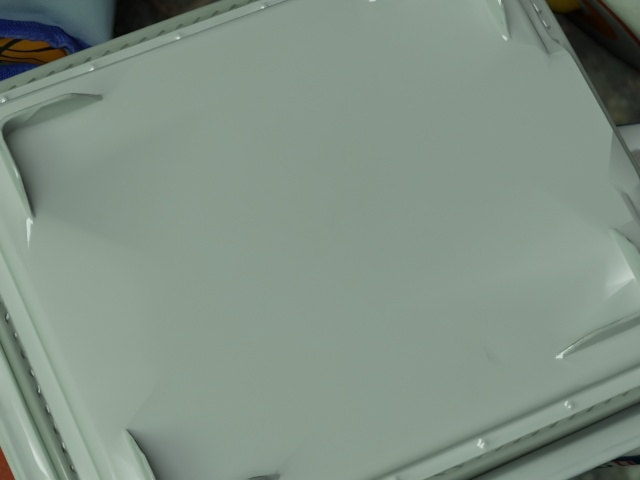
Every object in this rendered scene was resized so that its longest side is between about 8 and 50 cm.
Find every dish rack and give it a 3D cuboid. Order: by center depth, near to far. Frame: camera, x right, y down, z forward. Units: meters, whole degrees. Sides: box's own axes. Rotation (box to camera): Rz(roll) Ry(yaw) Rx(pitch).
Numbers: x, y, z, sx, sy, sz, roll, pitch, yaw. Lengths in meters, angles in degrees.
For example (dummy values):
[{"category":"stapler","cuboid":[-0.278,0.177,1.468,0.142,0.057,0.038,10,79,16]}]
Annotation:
[{"category":"dish rack","cuboid":[0.000,0.000,0.897,0.332,0.072,0.286,-21,71,-15]}]

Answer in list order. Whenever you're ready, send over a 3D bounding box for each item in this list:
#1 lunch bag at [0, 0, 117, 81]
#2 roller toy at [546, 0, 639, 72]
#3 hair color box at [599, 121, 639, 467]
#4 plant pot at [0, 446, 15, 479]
[{"category":"lunch bag","cuboid":[-0.268,-0.253,1.067,0.385,0.239,0.328,3,81,42]},{"category":"roller toy","cuboid":[0.163,-0.175,1.018,0.146,0.209,0.191,-48,37,3]},{"category":"hair color box","cuboid":[0.273,0.018,1.010,0.347,0.105,0.174,-8,81,12]},{"category":"plant pot","cuboid":[-0.098,0.068,1.021,0.265,0.272,0.272,7,84,6]}]
